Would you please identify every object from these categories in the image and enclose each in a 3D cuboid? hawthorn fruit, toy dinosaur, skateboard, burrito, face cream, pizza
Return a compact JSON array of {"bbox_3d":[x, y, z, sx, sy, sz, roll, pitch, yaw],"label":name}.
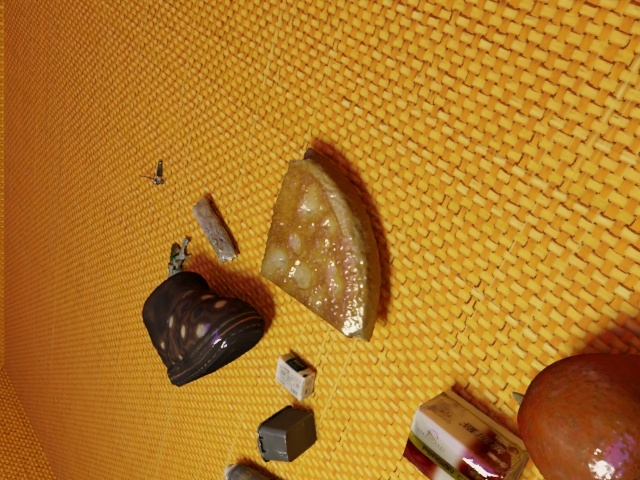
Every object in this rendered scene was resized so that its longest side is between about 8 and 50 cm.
[{"bbox_3d":[0.315,0.217,0.619,0.251,0.199,0.200,10,107,59],"label":"hawthorn fruit"},{"bbox_3d":[-0.382,0.059,1.416,0.187,0.044,0.106,-32,62,58],"label":"toy dinosaur"},{"bbox_3d":[-0.446,-0.182,1.433,0.083,0.032,0.064,12,98,42],"label":"skateboard"},{"bbox_3d":[-0.243,-0.022,1.240,0.051,0.042,0.171,-35,76,14],"label":"burrito"},{"bbox_3d":[-0.129,0.582,1.239,0.283,0.073,0.073,6,103,46],"label":"face cream"},{"bbox_3d":[0.025,0.004,0.937,0.268,0.087,0.258,34,118,36],"label":"pizza"}]

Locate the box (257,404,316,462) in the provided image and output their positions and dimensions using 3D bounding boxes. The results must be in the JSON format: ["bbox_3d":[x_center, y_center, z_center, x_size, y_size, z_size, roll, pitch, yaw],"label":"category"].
[{"bbox_3d":[-0.064,0.395,1.101,0.069,0.122,0.084,-5,97,35],"label":"box"}]

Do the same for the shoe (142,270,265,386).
[{"bbox_3d":[-0.277,0.178,1.232,0.384,0.171,0.237,-41,74,52],"label":"shoe"}]

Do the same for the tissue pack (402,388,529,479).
[{"bbox_3d":[0.211,0.314,0.799,0.148,0.099,0.106,31,120,38],"label":"tissue pack"}]

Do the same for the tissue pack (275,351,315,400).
[{"bbox_3d":[-0.052,0.278,1.111,0.083,0.042,0.062,28,120,39],"label":"tissue pack"}]
